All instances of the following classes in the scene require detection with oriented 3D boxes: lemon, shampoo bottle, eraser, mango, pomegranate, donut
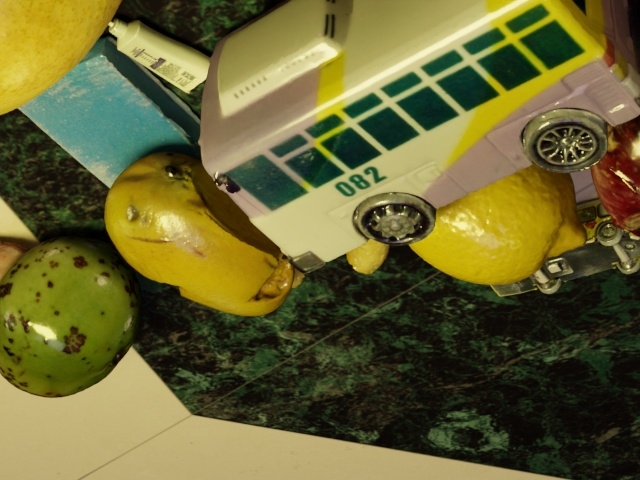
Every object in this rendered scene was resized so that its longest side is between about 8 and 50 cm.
[{"bbox_3d":[0.180,-0.042,1.680,0.244,0.187,0.187,21,144,8],"label":"lemon"},{"bbox_3d":[-0.181,-0.207,1.609,0.141,0.034,0.049,29,143,-30],"label":"shampoo bottle"},{"bbox_3d":[-0.203,-0.109,1.733,0.144,0.042,0.312,-19,138,28],"label":"eraser"},{"bbox_3d":[-0.131,0.002,1.725,0.262,0.130,0.167,35,142,-29],"label":"mango"},{"bbox_3d":[-0.347,0.075,1.888,0.248,0.214,0.214,35,144,13],"label":"pomegranate"},{"bbox_3d":[0.000,-0.007,1.831,0.181,0.078,0.146,-5,145,8],"label":"donut"}]

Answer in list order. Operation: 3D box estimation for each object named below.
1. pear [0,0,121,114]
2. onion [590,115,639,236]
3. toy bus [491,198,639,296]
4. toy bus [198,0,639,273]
[{"bbox_3d":[-0.324,-0.259,1.337,0.314,0.314,0.314,2,143,1],"label":"pear"},{"bbox_3d":[0.395,-0.108,1.578,0.246,0.190,0.246,-8,130,-9],"label":"onion"},{"bbox_3d":[0.307,0.008,1.829,0.226,0.074,0.081,-18,137,26],"label":"toy bus"},{"bbox_3d":[0.088,-0.163,1.503,0.440,0.209,0.249,-25,133,31],"label":"toy bus"}]
